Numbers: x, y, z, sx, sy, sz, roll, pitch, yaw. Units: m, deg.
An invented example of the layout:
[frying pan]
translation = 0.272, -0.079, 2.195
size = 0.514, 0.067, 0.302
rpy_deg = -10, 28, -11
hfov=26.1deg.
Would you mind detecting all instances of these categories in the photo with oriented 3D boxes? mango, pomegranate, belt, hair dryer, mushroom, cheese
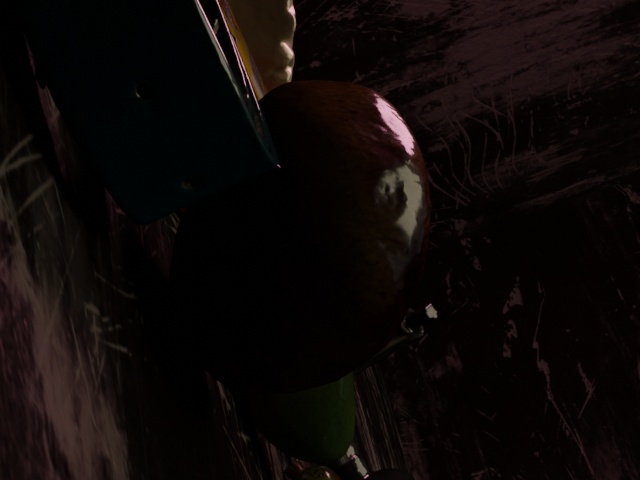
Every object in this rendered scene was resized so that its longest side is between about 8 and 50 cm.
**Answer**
[mango]
translation = -0.033, 0.148, 1.654
size = 0.114, 0.156, 0.251
rpy_deg = -169, -112, -66
[pomegranate]
translation = -0.005, 0.315, 1.758
size = 0.084, 0.073, 0.073
rpy_deg = -113, -179, -55
[belt]
translation = -0.184, -0.230, 1.262
size = 0.300, 0.173, 0.437
rpy_deg = 59, 11, -72
[hair dryer]
translation = 0.045, 0.222, 1.795
size = 0.284, 0.155, 0.320
rpy_deg = -23, -91, 53
[mushroom]
translation = 0.000, 0.000, 1.423
size = 0.259, 0.345, 0.345
rpy_deg = 16, 42, -35
[cheese]
translation = -0.112, -0.259, 1.848
size = 0.292, 0.153, 0.332
rpy_deg = 97, -7, -70

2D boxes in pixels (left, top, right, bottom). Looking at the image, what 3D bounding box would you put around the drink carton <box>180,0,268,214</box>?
[drink carton]
translation = -0.150, -0.178, 1.586
size = 0.351, 0.154, 0.111
rpy_deg = 66, 5, -51
